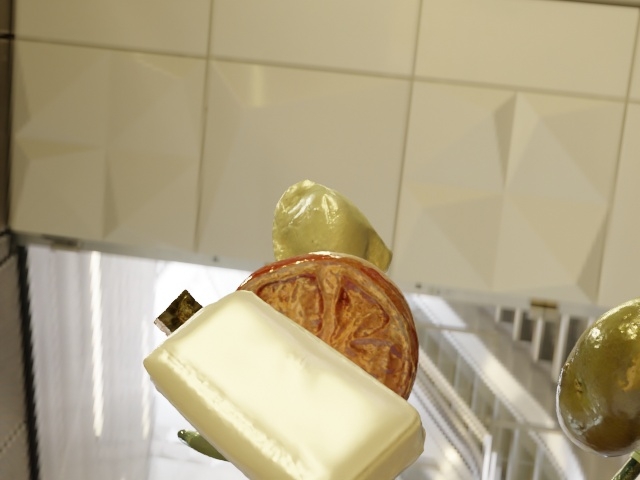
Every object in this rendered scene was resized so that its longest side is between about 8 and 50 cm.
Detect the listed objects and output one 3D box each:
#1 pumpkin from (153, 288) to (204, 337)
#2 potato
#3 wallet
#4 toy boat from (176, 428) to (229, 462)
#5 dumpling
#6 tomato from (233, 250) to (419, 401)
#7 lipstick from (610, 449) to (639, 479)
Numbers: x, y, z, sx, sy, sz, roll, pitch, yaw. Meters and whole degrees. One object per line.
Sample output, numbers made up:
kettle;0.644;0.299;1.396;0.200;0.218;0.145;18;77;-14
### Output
pumpkin;-0.226;0.131;1.724;0.083;0.074;0.054;-48;-1;-34
potato;0.375;0.174;1.264;0.251;0.174;0.159;116;145;-46
wallet;-0.027;0.094;0.619;0.095;0.190;0.033;-36;-47;-21
toy boat;-0.163;0.343;1.928;0.079;0.207;0.134;23;98;65
dumpling;0.000;0.000;1.881;0.179;0.252;0.131;-42;-19;-5
tomato;-0.001;0.121;1.201;0.095;0.236;0.237;-52;-31;-76
lipstick;0.431;0.329;1.450;0.116;0.037;0.037;-47;-15;-8
